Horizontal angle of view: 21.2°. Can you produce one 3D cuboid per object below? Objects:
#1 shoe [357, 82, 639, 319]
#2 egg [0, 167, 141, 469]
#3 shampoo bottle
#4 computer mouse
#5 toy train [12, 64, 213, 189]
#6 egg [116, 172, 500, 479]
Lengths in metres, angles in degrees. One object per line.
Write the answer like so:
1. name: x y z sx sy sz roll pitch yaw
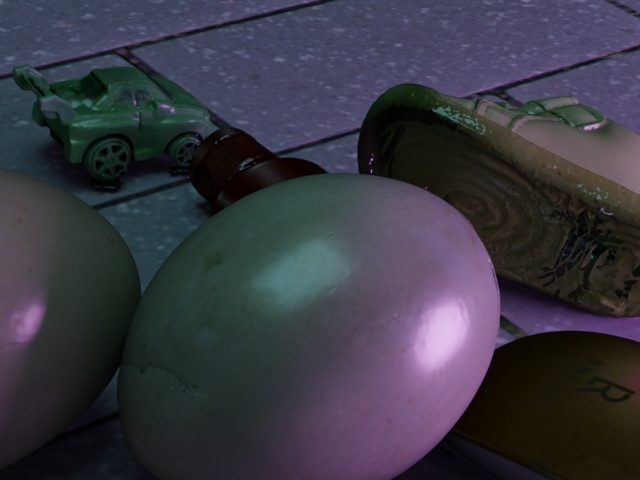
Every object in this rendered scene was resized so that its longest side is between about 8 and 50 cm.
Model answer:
1. shoe: 0.152 -0.031 1.229 0.262 0.140 0.128 26 35 6
2. egg: -0.220 0.047 0.987 0.254 0.188 0.188 -11 35 -34
3. shampoo bottle: 0.000 0.000 1.219 0.102 0.064 0.260 -19 39 -31
4. computer mouse: 0.211 0.140 1.027 0.310 0.072 0.158 30 41 32
5. toy train: -0.160 -0.099 1.334 0.149 0.081 0.099 -13 35 -27
6. egg: -0.006 0.060 1.003 0.253 0.186 0.186 -33 47 -27
